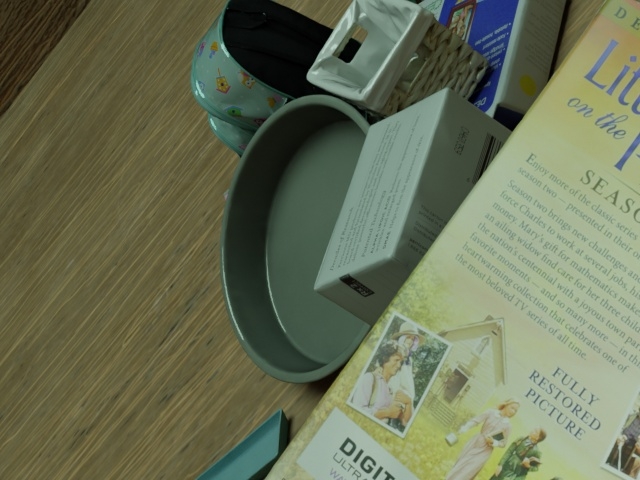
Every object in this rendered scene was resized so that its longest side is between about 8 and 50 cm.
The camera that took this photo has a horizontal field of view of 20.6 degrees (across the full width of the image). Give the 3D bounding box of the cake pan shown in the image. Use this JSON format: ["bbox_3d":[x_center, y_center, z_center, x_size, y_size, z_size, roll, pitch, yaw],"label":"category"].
[{"bbox_3d":[0.000,0.000,1.793,0.293,0.054,0.293,-10,77,52],"label":"cake pan"}]

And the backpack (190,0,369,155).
[{"bbox_3d":[-0.051,-0.173,1.921,0.144,0.188,0.166,-41,28,38],"label":"backpack"}]

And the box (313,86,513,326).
[{"bbox_3d":[0.118,-0.002,1.530,0.119,0.181,0.182,-25,39,53],"label":"box"}]

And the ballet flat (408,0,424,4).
[{"bbox_3d":[0.095,-0.342,2.174,0.079,0.077,0.221,-41,27,-7],"label":"ballet flat"}]

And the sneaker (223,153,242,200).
[{"bbox_3d":[-0.035,-0.125,2.063,0.112,0.131,0.319,-41,27,34],"label":"sneaker"}]

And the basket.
[{"bbox_3d":[0.078,-0.172,1.771,0.113,0.103,0.167,-58,24,0],"label":"basket"}]

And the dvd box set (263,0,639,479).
[{"bbox_3d":[0.170,0.106,1.021,0.307,0.062,0.420,38,98,26],"label":"dvd box set"}]

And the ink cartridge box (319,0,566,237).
[{"bbox_3d":[0.126,-0.145,1.855,0.303,0.072,0.307,-26,41,50],"label":"ink cartridge box"}]

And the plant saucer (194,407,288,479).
[{"bbox_3d":[-0.096,0.251,1.849,0.192,0.018,0.067,-41,28,32],"label":"plant saucer"}]
